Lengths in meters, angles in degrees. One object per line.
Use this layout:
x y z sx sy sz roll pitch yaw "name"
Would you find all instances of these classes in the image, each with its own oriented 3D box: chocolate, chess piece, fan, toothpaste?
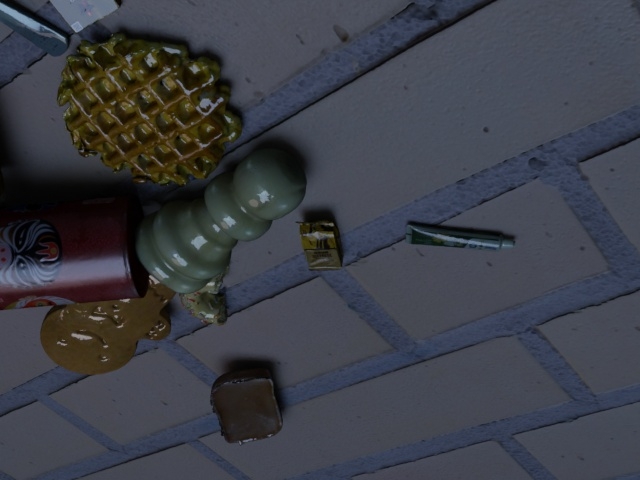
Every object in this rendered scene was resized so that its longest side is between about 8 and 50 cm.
-0.180 0.389 1.884 0.161 0.083 0.261 -8 134 -4 "chocolate"
-0.169 -0.051 1.415 0.330 0.182 0.182 -33 119 29 "chess piece"
-0.534 -0.389 1.244 0.282 0.023 0.057 33 138 -29 "fan"
0.261 -0.003 1.453 0.204 0.031 0.049 6 133 9 "toothpaste"

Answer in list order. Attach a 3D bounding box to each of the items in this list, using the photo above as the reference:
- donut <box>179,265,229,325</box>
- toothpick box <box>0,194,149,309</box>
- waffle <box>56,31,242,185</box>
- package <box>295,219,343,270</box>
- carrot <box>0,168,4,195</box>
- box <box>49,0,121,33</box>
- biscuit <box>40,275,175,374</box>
-0.250 0.112 1.645 0.108 0.065 0.166 8 135 1 "donut"
-0.511 0.025 1.478 0.333 0.204 0.204 -4 133 -2 "toothpick box"
-0.298 -0.214 1.347 0.325 0.068 0.302 15 134 0 "waffle"
0.000 0.000 1.500 0.071 0.047 0.131 -2 131 17 "package"
-0.703 -0.179 1.353 0.242 0.241 0.340 5 136 7 "carrot"
-0.387 -0.399 1.207 0.090 0.023 0.133 -25 124 16 "box"
-0.466 0.164 1.683 0.275 0.052 0.355 34 113 -25 "biscuit"
